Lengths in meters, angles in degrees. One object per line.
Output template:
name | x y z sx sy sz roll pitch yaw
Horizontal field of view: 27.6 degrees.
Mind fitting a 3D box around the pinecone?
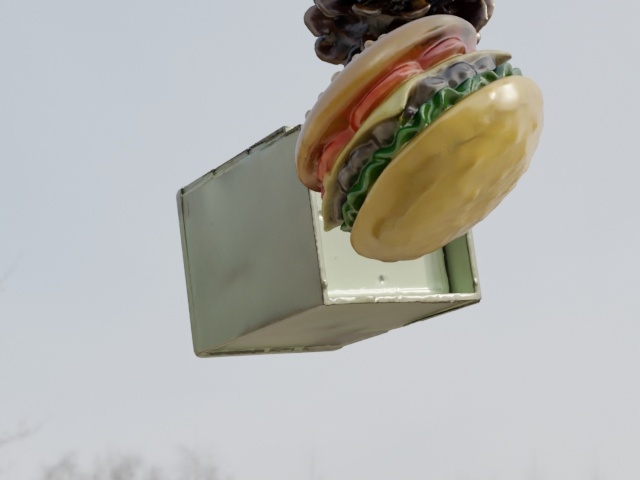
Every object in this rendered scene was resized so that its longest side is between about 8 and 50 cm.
pinecone | 0.077 -0.256 1.370 0.208 0.207 0.208 3 -24 1

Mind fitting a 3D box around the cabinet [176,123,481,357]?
cabinet | 0.000 0.000 1.038 0.145 0.150 0.206 0 -14 -32

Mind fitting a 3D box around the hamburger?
hamburger | 0.061 -0.061 0.814 0.162 0.115 0.162 -37 -18 -14
